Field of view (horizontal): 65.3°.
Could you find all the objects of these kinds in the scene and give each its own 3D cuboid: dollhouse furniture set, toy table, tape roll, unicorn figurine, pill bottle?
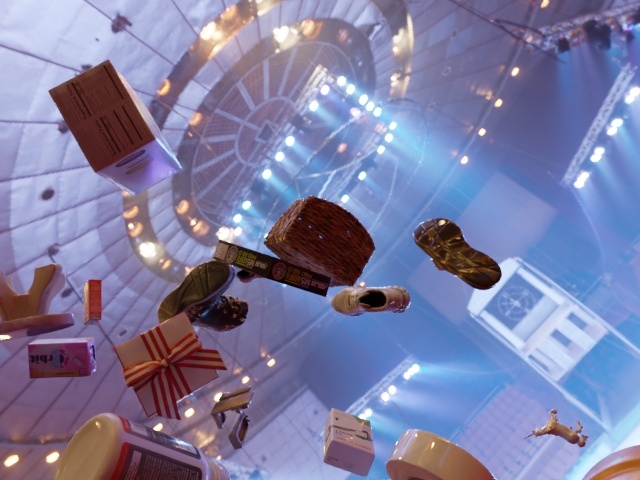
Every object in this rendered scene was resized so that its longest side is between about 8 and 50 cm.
[{"bbox_3d":[-0.222,0.521,1.494,0.123,0.151,0.144,-20,13,11],"label":"dollhouse furniture set"},{"bbox_3d":[-0.765,0.161,1.282,0.274,0.160,0.252,-11,-11,8],"label":"toy table"},{"bbox_3d":[0.319,0.633,1.321,0.100,0.286,0.286,-48,-21,-33],"label":"tape roll"},{"bbox_3d":[0.677,0.538,1.424,0.111,0.162,0.060,-33,-53,-51],"label":"unicorn figurine"},{"bbox_3d":[-0.392,0.554,1.149,0.210,0.210,0.363,-47,-54,1],"label":"pill bottle"}]

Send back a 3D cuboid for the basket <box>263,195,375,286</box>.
[{"bbox_3d":[0.000,0.000,1.652,0.213,0.299,0.223,-60,17,-19],"label":"basket"}]

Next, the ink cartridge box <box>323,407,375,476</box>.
[{"bbox_3d":[0.099,0.704,1.754,0.219,0.160,0.092,-86,16,-81],"label":"ink cartridge box"}]

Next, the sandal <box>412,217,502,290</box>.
[{"bbox_3d":[0.244,0.030,0.911,0.090,0.219,0.060,-23,-51,-16],"label":"sandal"}]

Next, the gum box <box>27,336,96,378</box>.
[{"bbox_3d":[-0.788,0.360,1.538,0.062,0.188,0.107,-134,42,-86],"label":"gum box"}]

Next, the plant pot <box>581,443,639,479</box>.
[{"bbox_3d":[0.410,0.399,0.548,0.203,0.291,0.291,6,-56,-52],"label":"plant pot"}]

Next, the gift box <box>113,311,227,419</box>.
[{"bbox_3d":[-0.444,0.391,1.520,0.255,0.276,0.258,-32,-9,-21],"label":"gift box"}]

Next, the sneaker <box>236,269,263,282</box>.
[{"bbox_3d":[-0.277,0.131,2.124,0.178,0.072,0.077,-27,-22,6],"label":"sneaker"}]

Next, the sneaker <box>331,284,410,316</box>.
[{"bbox_3d":[0.090,0.126,1.071,0.191,0.071,0.083,-12,-13,39],"label":"sneaker"}]

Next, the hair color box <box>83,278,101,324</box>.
[{"bbox_3d":[-0.776,0.210,1.699,0.043,0.141,0.072,8,-26,-37],"label":"hair color box"}]

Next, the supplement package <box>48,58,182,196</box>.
[{"bbox_3d":[-0.455,-0.243,1.149,0.145,0.204,0.262,-30,-4,-5],"label":"supplement package"}]

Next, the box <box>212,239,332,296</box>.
[{"bbox_3d":[-0.135,0.075,1.369,0.216,0.270,0.060,24,-97,-42],"label":"box"}]

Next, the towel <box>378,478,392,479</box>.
[{"bbox_3d":[0.203,0.843,1.676,0.282,0.049,0.187,-12,-40,11],"label":"towel"}]

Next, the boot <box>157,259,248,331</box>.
[{"bbox_3d":[-0.378,0.219,1.834,0.377,0.138,0.284,-39,-37,22],"label":"boot"}]
